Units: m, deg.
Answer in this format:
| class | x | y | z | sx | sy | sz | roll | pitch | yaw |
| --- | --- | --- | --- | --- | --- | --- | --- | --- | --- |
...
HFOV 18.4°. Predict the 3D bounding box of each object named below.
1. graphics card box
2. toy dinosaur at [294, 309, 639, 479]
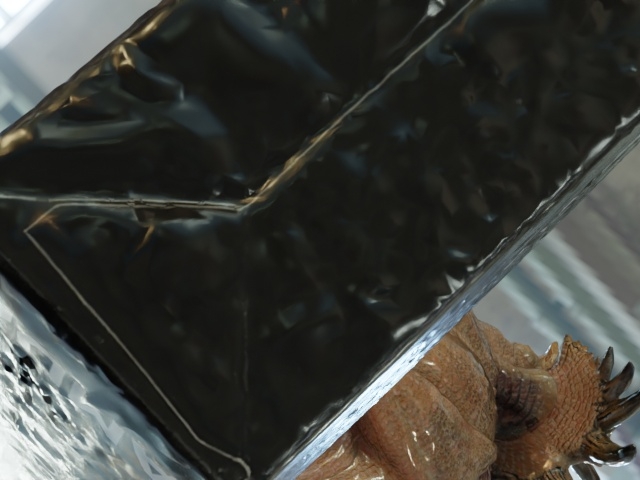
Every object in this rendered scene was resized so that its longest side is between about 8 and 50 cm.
| class | x | y | z | sx | sy | sz | roll | pitch | yaw |
| --- | --- | --- | --- | --- | --- | --- | --- | --- | --- |
| graphics card box | 0.000 | 0.000 | 0.574 | 0.094 | 0.233 | 0.371 | 46 | -18 | 4 |
| toy dinosaur | 0.045 | 0.084 | 0.904 | 0.127 | 0.296 | 0.200 | -33 | -84 | 42 |
